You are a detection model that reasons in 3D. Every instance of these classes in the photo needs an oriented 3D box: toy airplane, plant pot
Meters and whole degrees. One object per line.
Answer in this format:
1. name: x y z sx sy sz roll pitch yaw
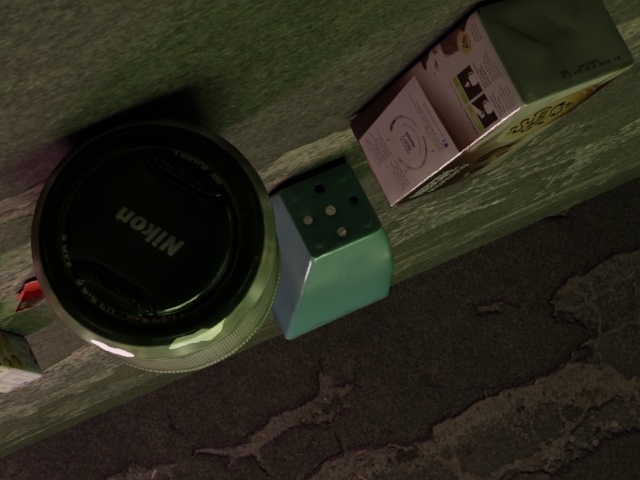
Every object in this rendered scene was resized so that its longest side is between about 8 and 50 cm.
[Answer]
1. toy airplane: -0.315 0.054 1.908 0.151 0.028 0.151 -25 171 -4
2. plant pot: 0.000 0.000 2.088 0.166 0.165 0.234 -24 164 -13

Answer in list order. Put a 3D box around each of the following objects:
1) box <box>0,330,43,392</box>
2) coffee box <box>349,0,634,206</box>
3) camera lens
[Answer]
1. box: -0.445 0.158 2.055 0.063 0.067 0.324 -25 171 -1
2. coffee box: 0.183 -0.162 1.717 0.168 0.119 0.297 -22 171 -32
3. camera lens: -0.149 0.013 1.470 0.219 0.219 0.274 -25 172 -4
